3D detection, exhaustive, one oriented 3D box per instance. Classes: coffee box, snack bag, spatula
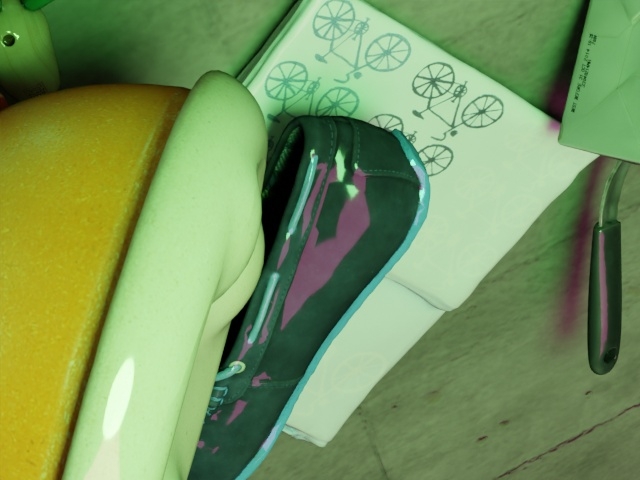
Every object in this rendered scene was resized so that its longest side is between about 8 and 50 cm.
[{"bbox_3d":[0.302,-0.107,1.338,0.246,0.098,0.141,10,95,-36],"label":"coffee box"},{"bbox_3d":[0.000,0.000,1.347,0.323,0.037,0.342,26,114,-43],"label":"snack bag"},{"bbox_3d":[0.222,-0.031,1.394,0.084,0.030,0.296,-17,123,-33],"label":"spatula"}]

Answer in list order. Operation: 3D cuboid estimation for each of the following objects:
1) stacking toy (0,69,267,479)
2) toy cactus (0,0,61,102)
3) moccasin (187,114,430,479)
[{"bbox_3d":[-0.286,0.027,1.017,0.480,0.350,0.350,15,127,1],"label":"stacking toy"},{"bbox_3d":[-0.187,-0.138,1.076,0.219,0.112,0.180,-36,148,-8],"label":"toy cactus"},{"bbox_3d":[-0.068,0.049,1.257,0.117,0.137,0.342,22,108,-36],"label":"moccasin"}]
